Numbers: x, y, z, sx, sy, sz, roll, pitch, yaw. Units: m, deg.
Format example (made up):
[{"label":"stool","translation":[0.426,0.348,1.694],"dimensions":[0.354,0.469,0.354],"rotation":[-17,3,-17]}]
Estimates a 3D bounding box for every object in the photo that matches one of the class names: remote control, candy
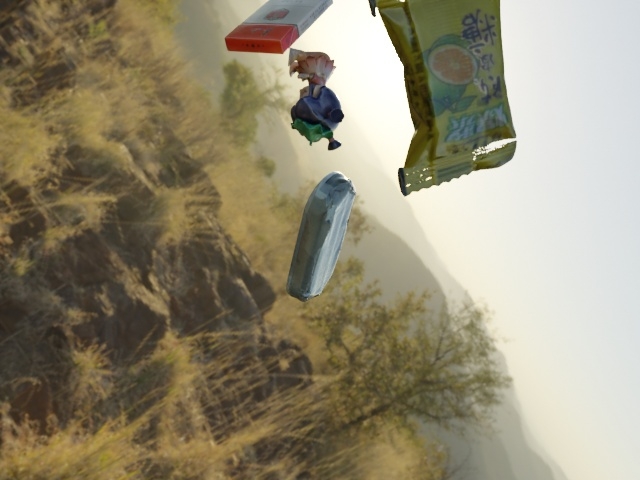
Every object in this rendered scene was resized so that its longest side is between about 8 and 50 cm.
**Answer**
[{"label":"remote control","translation":[0.000,0.000,1.092],"dimensions":[0.052,0.247,0.104],"rotation":[31,41,19]},{"label":"candy","translation":[0.172,-0.221,0.917],"dimensions":[0.081,0.187,0.297],"rotation":[-113,-171,-68]}]

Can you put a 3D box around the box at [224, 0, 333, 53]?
[{"label":"box","translation":[-0.083,-0.464,1.421],"dimensions":[0.245,0.139,0.035],"rotation":[-54,145,-40]}]

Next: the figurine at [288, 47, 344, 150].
[{"label":"figurine","translation":[-0.008,-0.269,1.255],"dimensions":[0.111,0.102,0.194],"rotation":[77,10,-71]}]
